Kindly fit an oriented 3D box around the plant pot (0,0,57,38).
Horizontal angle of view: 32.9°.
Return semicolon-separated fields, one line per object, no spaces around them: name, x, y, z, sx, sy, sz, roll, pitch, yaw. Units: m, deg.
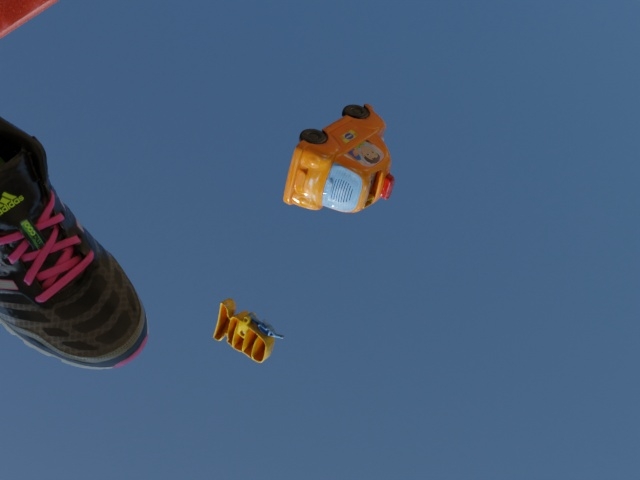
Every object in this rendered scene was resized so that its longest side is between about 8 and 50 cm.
plant pot;-0.364;-0.246;0.716;0.267;0.267;0.235;-5;-97;-45

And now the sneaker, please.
sneaker;-0.146;-0.007;0.517;0.063;0.075;0.170;-41;-88;-21

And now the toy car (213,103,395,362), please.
toy car;0.000;0.000;0.490;0.040;0.122;0.060;33;-155;22
